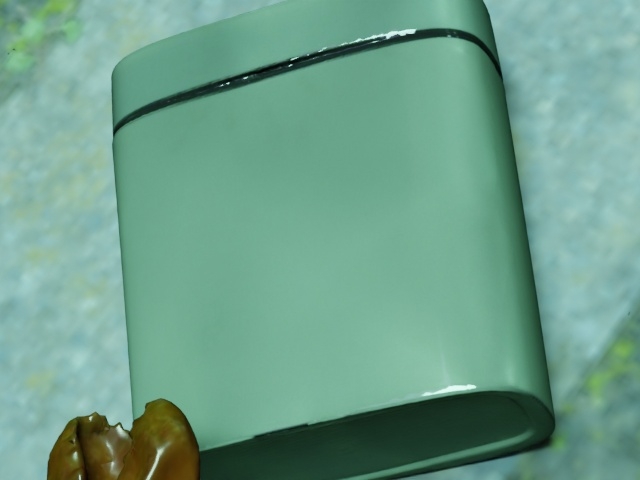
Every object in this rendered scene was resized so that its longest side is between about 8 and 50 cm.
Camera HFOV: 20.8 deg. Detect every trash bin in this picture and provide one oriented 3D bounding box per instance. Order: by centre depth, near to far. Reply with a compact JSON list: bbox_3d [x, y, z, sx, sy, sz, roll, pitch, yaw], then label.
[{"bbox_3d":[0.000,0.000,0.493,0.116,0.059,0.130,-14,62,16],"label":"trash bin"}]

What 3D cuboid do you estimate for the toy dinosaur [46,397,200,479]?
[{"bbox_3d":[0.047,0.174,0.311,0.208,0.097,0.432,-56,51,38],"label":"toy dinosaur"}]
